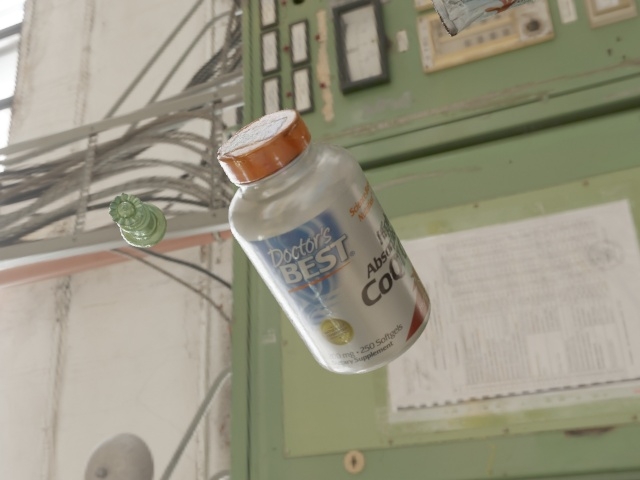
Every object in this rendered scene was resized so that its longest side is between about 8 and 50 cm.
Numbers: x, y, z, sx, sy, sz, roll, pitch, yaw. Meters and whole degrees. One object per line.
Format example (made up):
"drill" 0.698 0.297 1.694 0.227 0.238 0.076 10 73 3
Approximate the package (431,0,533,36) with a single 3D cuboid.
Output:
"package" 0.145 -0.197 0.581 0.015 0.110 0.037 105 143 -77

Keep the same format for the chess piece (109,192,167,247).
"chess piece" -0.160 -0.019 0.623 0.093 0.042 0.042 117 144 -82

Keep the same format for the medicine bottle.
"medicine bottle" 0.000 0.000 0.805 0.288 0.157 0.157 59 -154 -26
